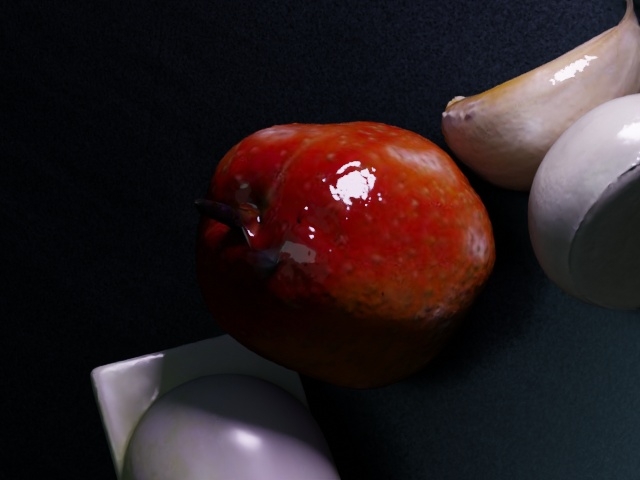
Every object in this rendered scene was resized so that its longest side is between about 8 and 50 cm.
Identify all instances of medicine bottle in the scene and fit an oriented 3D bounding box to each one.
[{"bbox_3d":[-0.086,0.301,2.042,0.236,0.236,0.406,-23,76,22],"label":"medicine bottle"}]

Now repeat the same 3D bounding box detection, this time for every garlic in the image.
[{"bbox_3d":[0.240,-0.145,2.003,0.245,0.145,0.164,-31,41,18],"label":"garlic"}]

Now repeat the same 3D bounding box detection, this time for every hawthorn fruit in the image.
[{"bbox_3d":[0.000,0.000,1.972,0.285,0.369,0.284,-17,64,38],"label":"hawthorn fruit"}]

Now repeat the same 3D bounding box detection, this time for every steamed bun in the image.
[{"bbox_3d":[0.307,-0.050,1.905,0.232,0.232,0.145,-45,43,15],"label":"steamed bun"}]
